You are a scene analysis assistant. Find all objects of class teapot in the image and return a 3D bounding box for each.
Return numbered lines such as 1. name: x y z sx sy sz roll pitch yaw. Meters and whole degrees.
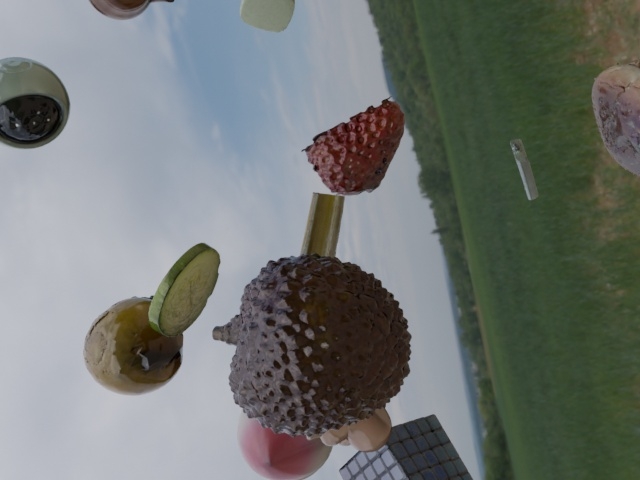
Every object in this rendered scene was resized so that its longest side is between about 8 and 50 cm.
1. teapot: -0.318 -0.405 1.046 0.173 0.116 0.116 11 -121 -31
2. teapot: -0.060 -0.406 0.987 0.077 0.107 0.200 126 149 -57

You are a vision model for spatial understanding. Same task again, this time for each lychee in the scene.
1. lychee: -0.014 0.157 1.006 0.276 0.304 0.276 6 -90 -88

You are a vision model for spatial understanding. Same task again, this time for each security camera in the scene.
1. security camera: -0.636 -0.282 1.362 0.194 0.236 0.195 179 90 -74

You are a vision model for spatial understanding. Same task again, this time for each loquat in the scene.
1. loquat: -0.439 0.252 1.574 0.235 0.235 0.235 -12 -90 -79

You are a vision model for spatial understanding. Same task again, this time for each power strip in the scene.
1. power strip: 0.481 -0.170 1.572 0.252 0.027 0.060 43 -146 -58

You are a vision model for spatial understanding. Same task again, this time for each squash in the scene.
1. squash: -0.291 0.103 1.432 0.219 0.041 0.219 -56 -17 -27

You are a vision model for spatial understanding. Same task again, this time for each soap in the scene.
1. soap: 0.000 0.000 1.368 0.140 0.073 0.232 101 180 -55

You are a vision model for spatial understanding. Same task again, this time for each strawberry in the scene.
1. strawberry: 0.119 -0.219 1.780 0.150 0.280 0.253 62 -178 22

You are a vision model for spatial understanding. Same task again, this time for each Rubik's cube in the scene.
1. Rubik's cube: 0.236 0.653 1.835 0.237 0.238 0.237 -5 -128 -43

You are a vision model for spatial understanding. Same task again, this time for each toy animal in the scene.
1. toy animal: 0.067 0.442 1.654 0.250 0.154 0.166 23 -144 -27

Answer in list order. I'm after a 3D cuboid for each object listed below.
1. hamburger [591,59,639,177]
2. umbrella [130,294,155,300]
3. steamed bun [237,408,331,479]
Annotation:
1. hamburger: 0.650 -0.224 1.308 0.286 0.146 0.243 57 175 8
2. umbrella: -0.446 0.166 1.772 0.046 0.050 0.188 47 -169 16
3. steamed bun: -0.110 0.578 1.963 0.309 0.309 0.309 -12 -90 -79
